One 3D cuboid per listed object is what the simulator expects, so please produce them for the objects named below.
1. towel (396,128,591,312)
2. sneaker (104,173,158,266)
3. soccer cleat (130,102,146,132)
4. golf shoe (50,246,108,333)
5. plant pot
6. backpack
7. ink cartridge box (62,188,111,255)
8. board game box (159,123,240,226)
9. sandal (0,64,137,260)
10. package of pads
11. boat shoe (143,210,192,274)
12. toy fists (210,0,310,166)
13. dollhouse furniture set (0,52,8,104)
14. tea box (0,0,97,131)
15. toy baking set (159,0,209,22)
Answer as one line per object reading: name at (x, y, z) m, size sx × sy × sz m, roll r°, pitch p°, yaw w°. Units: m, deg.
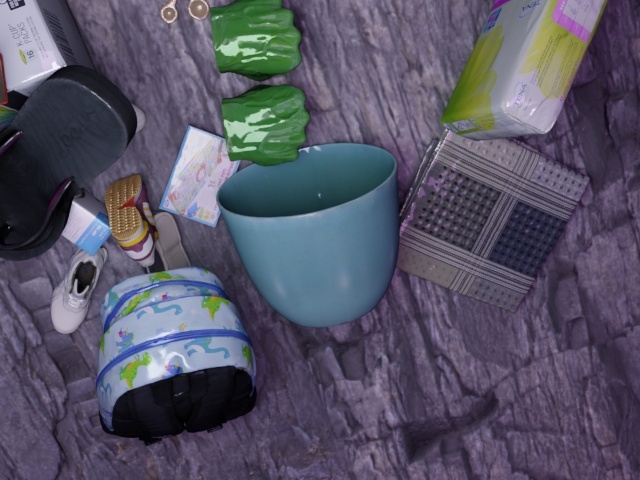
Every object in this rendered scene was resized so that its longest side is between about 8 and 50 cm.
towel at (0.307, -0.048, 1.344) m, size 0.324 × 0.056 × 0.312 m, roll 22°, pitch 103°, yaw -17°
sneaker at (-0.308, -0.033, 1.170) m, size 0.070 × 0.185 × 0.083 m, roll -19°, pitch 130°, yaw 1°
soccer cleat at (-0.385, -0.202, 1.153) m, size 0.196 × 0.076 × 0.068 m, roll 6°, pitch 104°, yaw -12°
golf shoe at (-0.423, 0.089, 1.219) m, size 0.069 × 0.086 × 0.176 m, roll 19°, pitch 102°, yaw -16°
plant pot at (0.000, 0.000, 1.179) m, size 0.293 × 0.293 × 0.235 m, roll -16°, pitch 116°, yaw -6°
backpack at (-0.237, 0.196, 1.149) m, size 0.290 × 0.355 × 0.273 m, roll -7°, pitch 80°, yaw -10°
ink cartridge box at (-0.426, -0.062, 1.168) m, size 0.180 × 0.104 × 0.060 m, roll 39°, pitch 96°, yaw -18°
board game box at (-0.206, -0.112, 1.236) m, size 0.104 × 0.026 × 0.154 m, roll 20°, pitch 100°, yaw -15°
sandal at (-0.415, -0.078, 0.988) m, size 0.168 × 0.107 × 0.446 m, roll 37°, pitch 135°, yaw -17°
package of pads at (0.334, -0.309, 1.151) m, size 0.101 × 0.229 × 0.296 m, roll 25°, pitch 88°, yaw -16°
boat shoe at (-0.278, 0.045, 1.259) m, size 0.065 × 0.075 × 0.206 m, roll 5°, pitch 116°, yaw 32°
toy fists at (-0.093, -0.263, 1.177) m, size 0.142 × 0.096 × 0.279 m, roll -6°, pitch 96°, yaw 2°
dollhouse furniture set at (-0.573, -0.242, 0.819) m, size 0.374 × 0.152 × 0.201 m, roll -7°, pitch 95°, yaw -18°
tea box at (-0.533, -0.314, 0.980) m, size 0.324 × 0.220 × 0.328 m, roll -23°, pitch 95°, yaw -1°
toy baking set at (-0.241, -0.468, 1.133) m, size 0.256 × 0.030 × 0.196 m, roll 37°, pitch 96°, yaw -17°
